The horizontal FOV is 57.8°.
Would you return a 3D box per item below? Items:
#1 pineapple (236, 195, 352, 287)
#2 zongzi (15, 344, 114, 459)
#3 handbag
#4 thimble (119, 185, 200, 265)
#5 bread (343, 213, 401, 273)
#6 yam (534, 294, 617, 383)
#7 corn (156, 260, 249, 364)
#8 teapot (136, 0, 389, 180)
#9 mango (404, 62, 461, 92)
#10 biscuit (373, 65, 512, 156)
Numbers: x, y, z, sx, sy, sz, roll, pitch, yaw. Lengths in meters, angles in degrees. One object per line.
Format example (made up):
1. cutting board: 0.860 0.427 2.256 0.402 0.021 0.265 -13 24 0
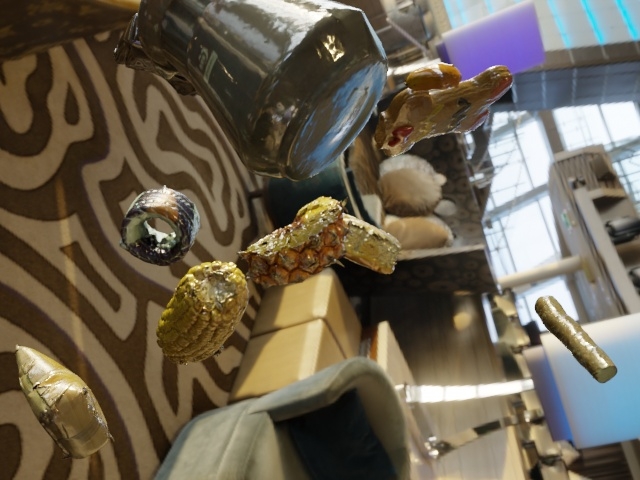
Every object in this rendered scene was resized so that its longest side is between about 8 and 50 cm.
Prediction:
1. pineapple: -0.021 0.005 1.023 0.233 0.135 0.079 -40 133 -25
2. zongzi: -0.478 0.291 1.058 0.099 0.197 0.194 -36 139 -32
3. handbag: -0.435 -0.518 1.667 0.285 0.257 0.114 17 75 -30
4. thimble: -0.501 -0.041 1.796 0.150 0.237 0.237 -83 150 -56
5. bread: 0.123 0.006 1.741 0.245 0.121 0.174 22 8 -12
6. yam: 0.529 0.201 1.214 0.274 0.061 0.061 -105 171 -66
7. corn: -0.160 0.105 0.771 0.293 0.106 0.106 135 -54 -63
8. teapot: -0.082 -0.326 0.933 0.361 0.376 0.305 40 24 13
9. mango: 0.252 -0.364 1.299 0.077 0.127 0.063 -34 122 -61
10. biscuit: 0.359 -0.369 1.763 0.368 0.394 0.076 109 -37 -70
